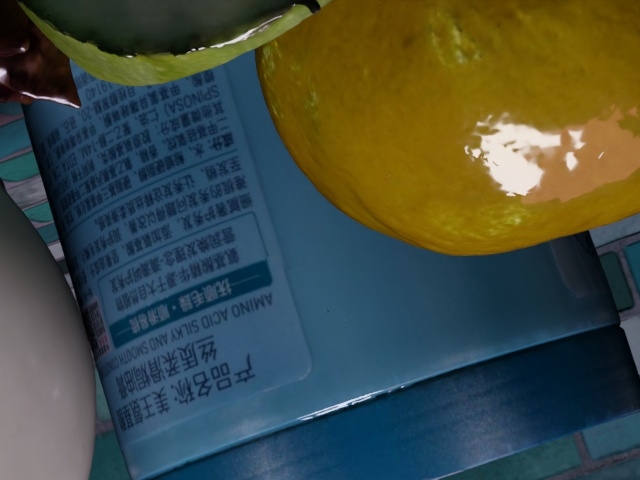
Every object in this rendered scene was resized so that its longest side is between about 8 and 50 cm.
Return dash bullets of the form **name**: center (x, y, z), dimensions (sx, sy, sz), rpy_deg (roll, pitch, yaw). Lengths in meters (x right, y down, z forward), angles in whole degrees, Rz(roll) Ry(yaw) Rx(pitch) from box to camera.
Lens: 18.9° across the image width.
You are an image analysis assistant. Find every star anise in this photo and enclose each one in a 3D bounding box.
- **star anise**: center (-0.167, -0.115, 0.829), dimensions (0.057, 0.168, 0.168), rpy_deg (-42, 175, -8)

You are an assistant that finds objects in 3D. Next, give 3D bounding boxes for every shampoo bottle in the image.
- **shampoo bottle**: center (0.000, 0.000, 1.245), dimensions (0.331, 0.342, 0.331), rpy_deg (-19, 172, -3)

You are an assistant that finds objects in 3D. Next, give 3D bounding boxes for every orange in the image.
- **orange**: center (0.099, -0.122, 0.981), dimensions (0.279, 0.235, 0.279), rpy_deg (-24, -162, 8)

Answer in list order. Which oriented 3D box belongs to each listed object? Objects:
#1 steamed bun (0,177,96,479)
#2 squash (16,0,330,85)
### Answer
- **steamed bun**: center (-0.293, 0.091, 1.157), dimensions (0.334, 0.334, 0.374), rpy_deg (-18, 141, -1)
- **squash**: center (-0.029, -0.135, 0.807), dimensions (0.189, 0.189, 0.260), rpy_deg (-19, 168, 7)
